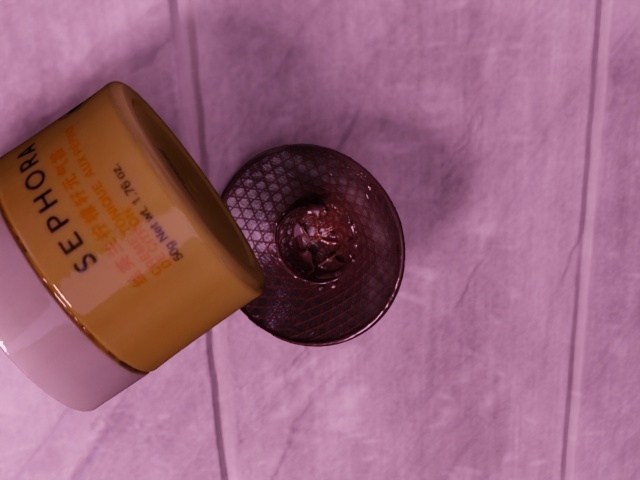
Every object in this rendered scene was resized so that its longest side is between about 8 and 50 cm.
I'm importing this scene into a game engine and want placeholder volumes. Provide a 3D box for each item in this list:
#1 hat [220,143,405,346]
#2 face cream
[{"bbox_3d":[0.000,0.000,1.073,0.193,0.082,0.193,4,101,22],"label":"hat"},{"bbox_3d":[-0.178,0.003,0.941,0.179,0.218,0.218,-35,120,3],"label":"face cream"}]
